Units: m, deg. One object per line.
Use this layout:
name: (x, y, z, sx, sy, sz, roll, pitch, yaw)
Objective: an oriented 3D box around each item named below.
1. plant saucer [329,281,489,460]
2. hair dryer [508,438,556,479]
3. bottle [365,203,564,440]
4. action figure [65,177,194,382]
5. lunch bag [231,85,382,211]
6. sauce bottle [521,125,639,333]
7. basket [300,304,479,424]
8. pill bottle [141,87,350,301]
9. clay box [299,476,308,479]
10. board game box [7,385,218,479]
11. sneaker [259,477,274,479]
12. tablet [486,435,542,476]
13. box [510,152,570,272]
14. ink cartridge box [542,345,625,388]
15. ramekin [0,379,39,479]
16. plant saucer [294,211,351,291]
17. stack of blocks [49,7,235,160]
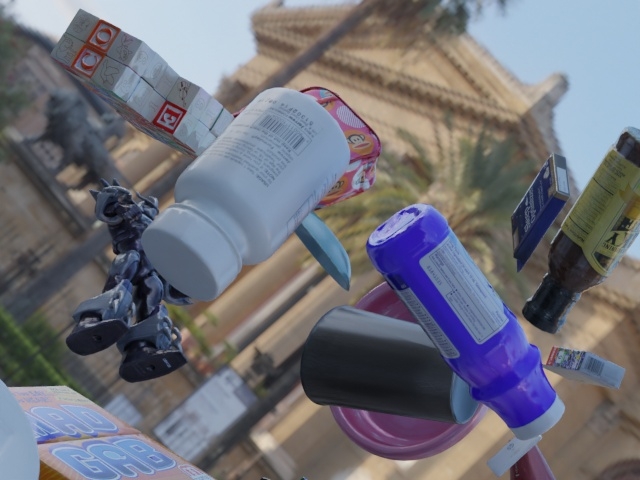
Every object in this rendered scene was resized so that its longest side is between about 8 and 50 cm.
plant saucer: (0.168, 0.218, 2.054, 0.332, 0.332, 0.084, 37, -1, 42)
hair dryer: (0.272, 0.427, 1.785, 0.224, 0.293, 0.080, 23, 11, 35)
bottle: (0.164, 0.092, 1.324, 0.283, 0.092, 0.118, 53, -1, -9)
action figure: (-0.211, 0.037, 1.413, 0.185, 0.099, 0.285, 47, 24, -31)
lunch bag: (-0.058, -0.173, 2.265, 0.258, 0.293, 0.120, 50, -31, 30)
sauce bottle: (0.431, -0.008, 1.886, 0.111, 0.344, 0.111, 23, 23, -11)
basket: (0.118, 0.190, 1.795, 0.227, 0.154, 0.204, 8, 9, 31)
pill bottle: (-0.082, -0.048, 1.296, 0.131, 0.229, 0.131, 28, -32, 20)
clay box: (0.040, 0.528, 2.164, 0.222, 0.053, 0.127, 40, 13, -31)
board game box: (-0.438, 0.465, 1.879, 0.356, 0.356, 0.356, 27, 4, 21)
sneaker: (-0.106, 0.409, 1.615, 0.121, 0.108, 0.302, 29, 21, 18)
tablet: (0.270, 0.293, 1.688, 0.006, 0.083, 0.054, 48, 0, -15)
box: (0.438, -0.054, 2.462, 0.037, 0.136, 0.225, 19, -52, -9)
ink cartridge box: (0.320, 0.156, 1.504, 0.063, 0.029, 0.115, 25, -8, -19)
ramekin: (-0.486, 0.263, 1.519, 0.277, 0.135, 0.277, 48, 18, -20)
plant saucer: (0.000, 0.000, 2.044, 0.195, 0.037, 0.195, 50, -6, 8)
stack of blocks: (-0.258, -0.223, 1.840, 0.171, 0.087, 0.297, 28, -6, 24)
